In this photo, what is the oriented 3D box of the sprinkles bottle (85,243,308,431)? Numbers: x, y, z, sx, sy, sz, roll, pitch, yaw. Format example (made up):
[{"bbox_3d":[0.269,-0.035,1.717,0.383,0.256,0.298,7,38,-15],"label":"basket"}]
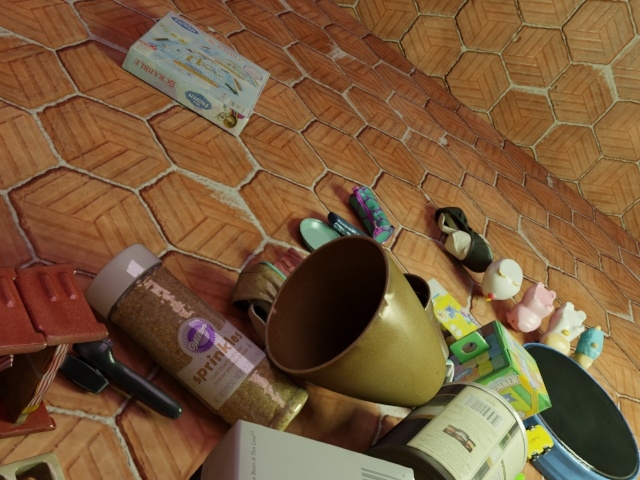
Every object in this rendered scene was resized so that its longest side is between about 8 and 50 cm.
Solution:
[{"bbox_3d":[-0.186,0.160,1.032,0.355,0.121,0.121,41,31,2],"label":"sprinkles bottle"}]

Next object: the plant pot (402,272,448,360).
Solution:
[{"bbox_3d":[0.160,0.178,1.303,0.167,0.167,0.165,-86,152,-54],"label":"plant pot"}]

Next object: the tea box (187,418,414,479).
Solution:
[{"bbox_3d":[-0.059,0.413,0.635,0.220,0.323,0.329,23,35,-23],"label":"tea box"}]

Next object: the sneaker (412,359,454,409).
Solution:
[{"bbox_3d":[0.229,0.257,1.364,0.080,0.094,0.212,26,33,-18],"label":"sneaker"}]

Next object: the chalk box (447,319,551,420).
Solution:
[{"bbox_3d":[0.349,0.266,1.387,0.213,0.132,0.132,42,26,-29],"label":"chalk box"}]

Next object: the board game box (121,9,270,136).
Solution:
[{"bbox_3d":[-0.303,-0.434,1.736,0.319,0.066,0.318,31,32,-12],"label":"board game box"}]

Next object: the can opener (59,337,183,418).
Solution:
[{"bbox_3d":[-0.276,0.198,0.965,0.186,0.073,0.059,34,-8,-14],"label":"can opener"}]

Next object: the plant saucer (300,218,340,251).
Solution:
[{"bbox_3d":[0.000,0.000,1.530,0.119,0.021,0.119,26,33,-18],"label":"plant saucer"}]

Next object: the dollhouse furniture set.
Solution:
[{"bbox_3d":[-0.306,0.229,0.737,0.152,0.201,0.374,-2,49,-48],"label":"dollhouse furniture set"}]

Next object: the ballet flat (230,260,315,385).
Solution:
[{"bbox_3d":[-0.021,0.178,1.207,0.342,0.116,0.124,39,51,0],"label":"ballet flat"}]

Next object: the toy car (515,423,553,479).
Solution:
[{"bbox_3d":[0.351,0.433,1.293,0.239,0.053,0.225,19,40,-15],"label":"toy car"}]

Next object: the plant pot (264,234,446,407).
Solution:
[{"bbox_3d":[0.081,0.159,1.076,0.254,0.237,0.237,43,25,-33],"label":"plant pot"}]

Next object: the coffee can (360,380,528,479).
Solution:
[{"bbox_3d":[0.191,0.366,1.078,0.201,0.201,0.275,48,32,16],"label":"coffee can"}]

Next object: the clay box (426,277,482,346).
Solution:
[{"bbox_3d":[0.298,0.194,1.557,0.222,0.053,0.127,48,32,13],"label":"clay box"}]

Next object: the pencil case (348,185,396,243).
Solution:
[{"bbox_3d":[0.128,-0.066,1.707,0.070,0.064,0.151,38,18,-56],"label":"pencil case"}]

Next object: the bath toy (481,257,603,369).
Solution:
[{"bbox_3d":[0.552,0.195,1.754,0.348,0.129,0.151,40,47,2],"label":"bath toy"}]

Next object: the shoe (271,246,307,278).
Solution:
[{"bbox_3d":[-0.021,0.091,1.311,0.178,0.063,0.081,41,71,16],"label":"shoe"}]

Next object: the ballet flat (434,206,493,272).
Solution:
[{"bbox_3d":[0.381,-0.005,1.879,0.096,0.095,0.280,14,28,-20],"label":"ballet flat"}]

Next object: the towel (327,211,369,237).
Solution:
[{"bbox_3d":[0.068,-0.021,1.604,0.119,0.029,0.067,33,12,-24],"label":"towel"}]

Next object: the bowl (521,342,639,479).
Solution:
[{"bbox_3d":[0.561,0.399,1.544,0.391,0.077,0.391,27,32,-19],"label":"bowl"}]
